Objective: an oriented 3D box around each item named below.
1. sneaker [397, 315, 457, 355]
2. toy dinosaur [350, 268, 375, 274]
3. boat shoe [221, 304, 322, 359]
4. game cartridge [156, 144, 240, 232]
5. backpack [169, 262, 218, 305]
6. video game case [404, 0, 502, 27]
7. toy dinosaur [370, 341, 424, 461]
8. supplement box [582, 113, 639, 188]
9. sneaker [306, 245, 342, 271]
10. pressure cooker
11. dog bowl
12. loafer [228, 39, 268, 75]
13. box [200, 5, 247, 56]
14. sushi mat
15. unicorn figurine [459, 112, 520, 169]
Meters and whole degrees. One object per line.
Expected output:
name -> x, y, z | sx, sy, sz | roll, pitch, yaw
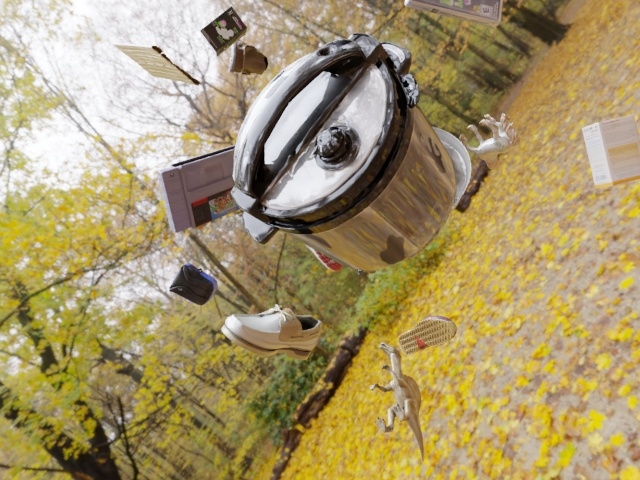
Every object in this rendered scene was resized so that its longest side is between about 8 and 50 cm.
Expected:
sneaker -> 0.259, 0.210, 0.993 | 0.084, 0.069, 0.185 | -19, -14, -35
toy dinosaur -> 0.128, 0.088, 1.431 | 0.047, 0.090, 0.082 | -58, 14, 9
boat shoe -> -0.103, 0.202, 0.995 | 0.103, 0.113, 0.302 | -57, -34, 2
game cartridge -> -0.362, -0.185, 1.458 | 0.355, 0.068, 0.230 | -28, -53, -35
backpack -> -0.371, 0.131, 1.288 | 0.098, 0.120, 0.101 | -60, 0, 6
video game case -> 0.238, -0.479, 0.731 | 0.022, 0.173, 0.190 | -178, 94, -79
toy dinosaur -> 0.122, 0.236, 0.608 | 0.053, 0.183, 0.092 | -25, -13, 38
supplement box -> 0.450, -0.135, 0.654 | 0.062, 0.098, 0.036 | -13, 1, -6
sneaker -> 0.000, 0.000, 1.262 | 0.088, 0.225, 0.092 | -26, -28, -14
pressure cooker -> 0.043, -0.161, 0.842 | 0.420, 0.375, 0.370 | 30, -121, -52
dog bowl -> 0.285, -0.191, 1.333 | 0.349, 0.349, 0.102 | -54, -28, -13
loafer -> -0.295, -0.775, 1.819 | 0.366, 0.130, 0.134 | -79, 4, -63
box -> -0.202, -0.437, 0.896 | 0.083, 0.052, 0.062 | -38, 18, -1
sushi mat -> -0.465, -0.499, 1.199 | 0.151, 0.316, 0.019 | 36, -96, -47
unicorn figurine -> 0.347, -0.196, 0.875 | 0.060, 0.111, 0.162 | -46, 6, -1
